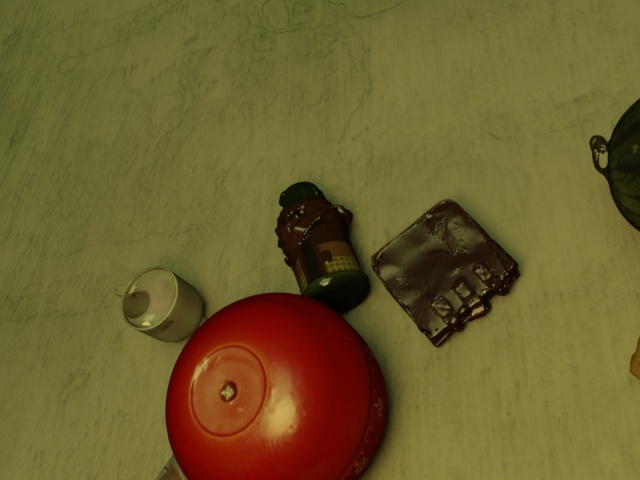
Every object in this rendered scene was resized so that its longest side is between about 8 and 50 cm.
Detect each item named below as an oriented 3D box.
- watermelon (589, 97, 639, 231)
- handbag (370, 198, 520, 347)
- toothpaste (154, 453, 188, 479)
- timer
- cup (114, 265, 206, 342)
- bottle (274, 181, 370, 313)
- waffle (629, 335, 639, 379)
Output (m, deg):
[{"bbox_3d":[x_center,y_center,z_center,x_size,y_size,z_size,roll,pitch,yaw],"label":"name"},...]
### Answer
[{"bbox_3d":[0.594,-0.119,1.179,0.359,0.279,0.278,-2,66,25],"label":"watermelon"},{"bbox_3d":[0.222,0.056,1.404,0.203,0.074,0.216,-42,57,3],"label":"handbag"},{"bbox_3d":[-0.239,0.476,1.454,0.194,0.043,0.067,31,85,40],"label":"toothpaste"},{"bbox_3d":[-0.082,0.275,1.328,0.378,0.279,0.378,-11,64,24],"label":"timer"},{"bbox_3d":[-0.325,0.144,1.594,0.174,0.142,0.134,-17,60,18],"label":"cup"},{"bbox_3d":[0.000,0.000,1.503,0.156,0.143,0.271,-9,55,-16],"label":"bottle"},{"bbox_3d":[0.563,0.116,1.070,0.098,0.327,0.224,-25,46,-26],"label":"waffle"}]
